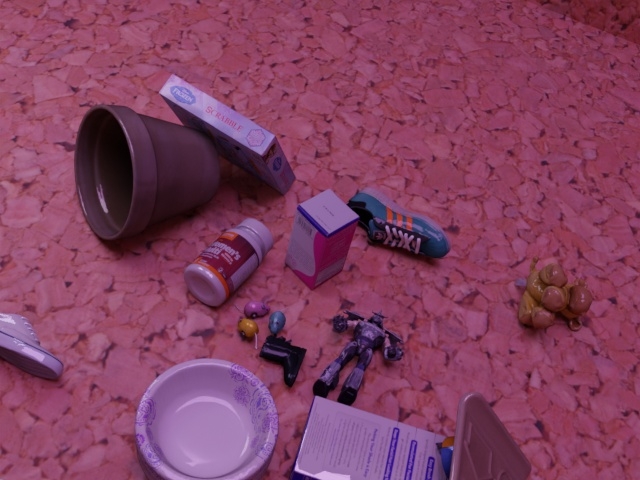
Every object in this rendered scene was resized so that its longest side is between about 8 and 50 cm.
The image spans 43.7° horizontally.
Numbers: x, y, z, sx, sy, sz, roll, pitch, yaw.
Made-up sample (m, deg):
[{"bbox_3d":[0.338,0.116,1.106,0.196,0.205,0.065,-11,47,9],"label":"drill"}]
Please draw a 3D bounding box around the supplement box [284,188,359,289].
[{"bbox_3d":[0.000,0.000,1.955,0.113,0.220,0.111,-30,63,-33],"label":"supplement box"}]

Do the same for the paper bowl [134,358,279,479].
[{"bbox_3d":[-0.232,0.395,1.619,0.284,0.148,0.284,7,50,-8],"label":"paper bowl"}]

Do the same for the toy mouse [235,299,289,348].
[{"bbox_3d":[-0.132,0.175,1.880,0.143,0.031,0.161,-20,39,-29],"label":"toy mouse"}]

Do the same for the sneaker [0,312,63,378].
[{"bbox_3d":[-0.651,0.207,1.714,0.258,0.094,0.091,26,54,10],"label":"sneaker"}]

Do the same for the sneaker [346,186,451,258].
[{"bbox_3d":[0.193,-0.025,2.102,0.302,0.108,0.121,31,51,23],"label":"sneaker"}]

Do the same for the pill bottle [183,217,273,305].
[{"bbox_3d":[-0.217,0.048,1.930,0.121,0.121,0.221,32,51,14],"label":"pill bottle"}]

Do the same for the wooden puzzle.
[{"bbox_3d":[0.312,0.528,1.583,0.080,0.322,0.348,-12,41,34],"label":"wooden puzzle"}]

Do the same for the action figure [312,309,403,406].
[{"bbox_3d":[0.093,0.255,1.847,0.185,0.099,0.285,20,45,16],"label":"action figure"}]

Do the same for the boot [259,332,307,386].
[{"bbox_3d":[-0.092,0.272,1.822,0.099,0.045,0.121,21,42,2],"label":"boot"}]

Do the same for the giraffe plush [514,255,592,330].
[{"bbox_3d":[0.611,0.150,2.035,0.170,0.182,0.210,19,14,-11],"label":"giraffe plush"}]

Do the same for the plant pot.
[{"bbox_3d":[-0.413,-0.176,1.977,0.280,0.323,0.323,-9,52,-40],"label":"plant pot"}]

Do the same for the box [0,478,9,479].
[{"bbox_3d":[-0.493,0.533,1.443,0.232,0.149,0.127,11,49,-3],"label":"box"}]

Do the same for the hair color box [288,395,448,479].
[{"bbox_3d":[0.118,0.471,1.664,0.338,0.110,0.185,17,48,3],"label":"hair color box"}]

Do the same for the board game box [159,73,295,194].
[{"bbox_3d":[-0.231,-0.266,2.070,0.317,0.319,0.066,32,82,13],"label":"board game box"}]
